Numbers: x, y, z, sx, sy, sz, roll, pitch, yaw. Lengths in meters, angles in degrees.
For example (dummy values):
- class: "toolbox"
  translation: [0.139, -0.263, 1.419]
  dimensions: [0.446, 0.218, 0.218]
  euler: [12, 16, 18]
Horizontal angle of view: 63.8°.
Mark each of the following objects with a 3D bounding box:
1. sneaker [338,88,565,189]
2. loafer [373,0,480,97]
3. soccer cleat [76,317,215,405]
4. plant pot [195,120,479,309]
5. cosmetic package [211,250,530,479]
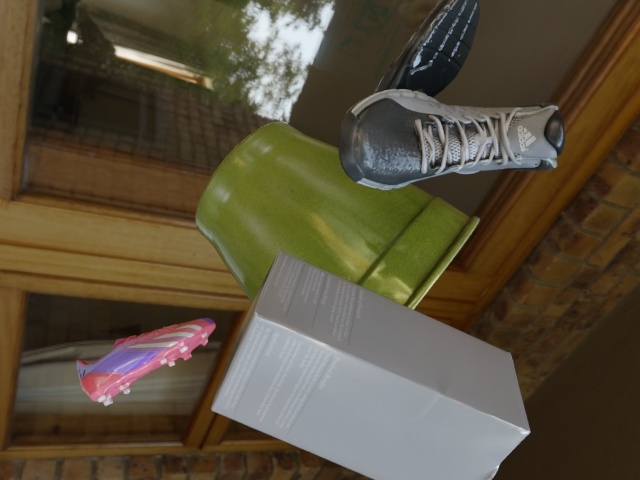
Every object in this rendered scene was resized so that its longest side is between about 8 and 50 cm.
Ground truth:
- class: "sneaker"
  translation: [0.132, -0.093, 0.444]
  dimensions: [0.132, 0.228, 0.086]
  euler: [7, -74, 48]
- class: "loafer"
  translation: [0.087, -0.162, 0.500]
  dimensions: [0.170, 0.062, 0.061]
  euler: [-57, -141, 20]
- class: "soccer cleat"
  translation: [-0.311, 0.195, 0.929]
  dimensions: [0.095, 0.247, 0.083]
  euler: [53, -22, 16]
- class: "plant pot"
  translation: [0.000, 0.000, 0.841]
  dimensions: [0.366, 0.353, 0.366]
  euler: [-49, 171, -11]
- class: "cosmetic package"
  translation: [0.041, 0.123, 0.451]
  dimensions: [0.107, 0.237, 0.127]
  euler: [-77, -167, -59]
